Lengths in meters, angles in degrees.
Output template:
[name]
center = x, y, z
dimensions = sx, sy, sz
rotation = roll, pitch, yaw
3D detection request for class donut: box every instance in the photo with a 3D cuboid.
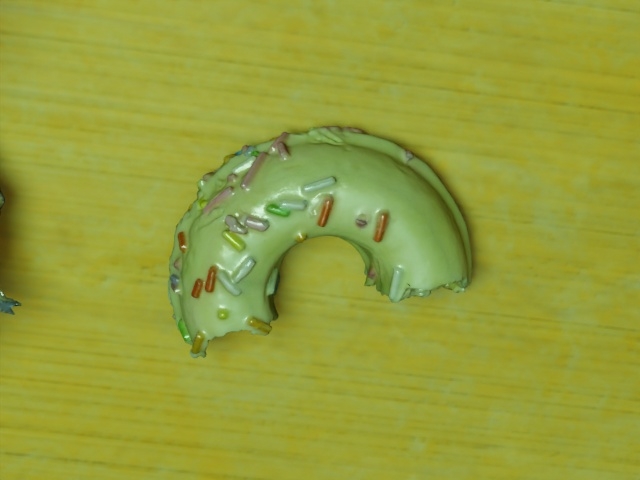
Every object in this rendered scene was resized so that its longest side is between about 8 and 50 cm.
[donut]
center = -0.004, -0.004, 1.007
dimensions = 0.166, 0.065, 0.108
rotation = -10, 106, -1

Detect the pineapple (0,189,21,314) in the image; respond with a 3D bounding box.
[pineapple]
center = -0.261, 0.003, 0.972
dimensions = 0.137, 0.161, 0.176
rotation = -24, 107, 49
